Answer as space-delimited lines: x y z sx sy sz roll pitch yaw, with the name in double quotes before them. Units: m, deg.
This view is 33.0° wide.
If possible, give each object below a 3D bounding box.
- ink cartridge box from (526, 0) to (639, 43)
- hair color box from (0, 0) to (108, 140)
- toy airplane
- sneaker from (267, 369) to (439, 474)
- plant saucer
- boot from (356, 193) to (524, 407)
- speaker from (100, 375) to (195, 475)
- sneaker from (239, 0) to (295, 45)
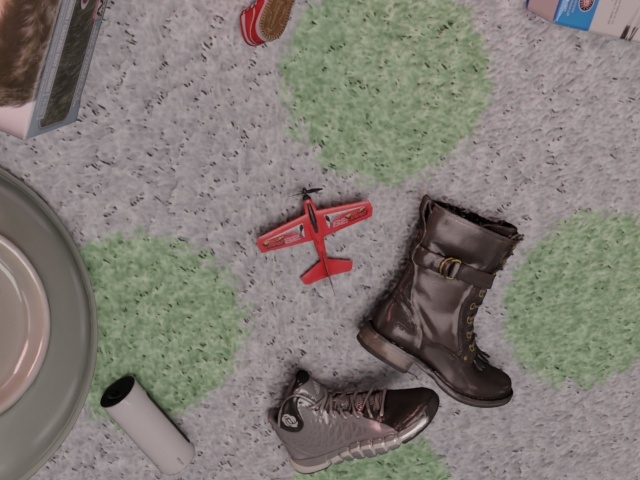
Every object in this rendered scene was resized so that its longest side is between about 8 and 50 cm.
"ink cartridge box" 0.366 -0.312 1.262 0.203 0.086 0.148 9 110 -19
"hair color box" -0.390 -0.252 0.993 0.374 0.113 0.185 22 108 5
"toy airplane" 0.000 0.000 1.336 0.151 0.028 0.151 -5 115 -11
"sneaker" 0.029 0.212 1.383 0.228 0.086 0.132 -26 110 22
"plant saucer" -0.395 0.087 1.108 0.400 0.100 0.400 9 75 -38
"boot" 0.193 0.081 1.390 0.263 0.091 0.229 26 103 -24
"speaker" -0.219 0.235 1.368 0.055 0.055 0.136 -35 116 2
"sneaker" -0.051 -0.268 1.204 0.042 0.067 0.118 34 71 -23
